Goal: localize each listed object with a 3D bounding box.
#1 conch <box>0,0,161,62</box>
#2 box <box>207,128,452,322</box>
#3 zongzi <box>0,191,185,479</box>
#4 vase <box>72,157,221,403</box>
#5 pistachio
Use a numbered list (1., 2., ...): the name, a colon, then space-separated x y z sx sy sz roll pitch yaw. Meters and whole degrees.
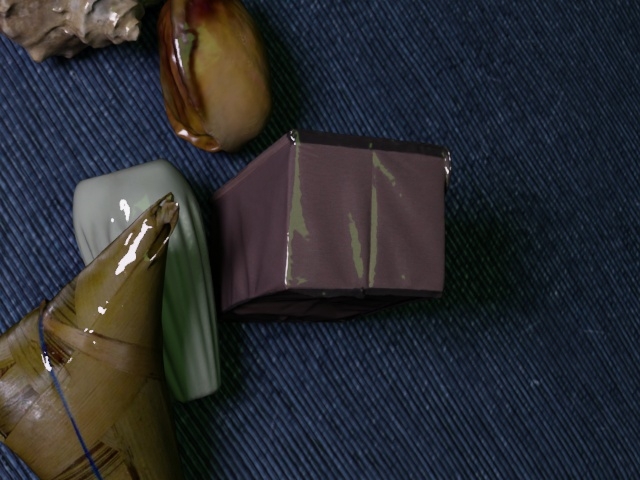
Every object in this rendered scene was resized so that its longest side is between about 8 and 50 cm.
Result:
1. conch: -0.251 -0.366 1.046 0.297 0.210 0.352 -25 93 -44
2. box: 0.000 0.000 1.045 0.188 0.252 0.153 4 78 -26
3. zongzi: -0.158 0.136 0.942 0.289 0.123 0.260 -37 100 15
4. vase: -0.166 0.046 1.032 0.128 0.128 0.248 -19 96 -28
5. pistachio: -0.119 -0.196 1.096 0.165 0.130 0.210 -60 145 -62
